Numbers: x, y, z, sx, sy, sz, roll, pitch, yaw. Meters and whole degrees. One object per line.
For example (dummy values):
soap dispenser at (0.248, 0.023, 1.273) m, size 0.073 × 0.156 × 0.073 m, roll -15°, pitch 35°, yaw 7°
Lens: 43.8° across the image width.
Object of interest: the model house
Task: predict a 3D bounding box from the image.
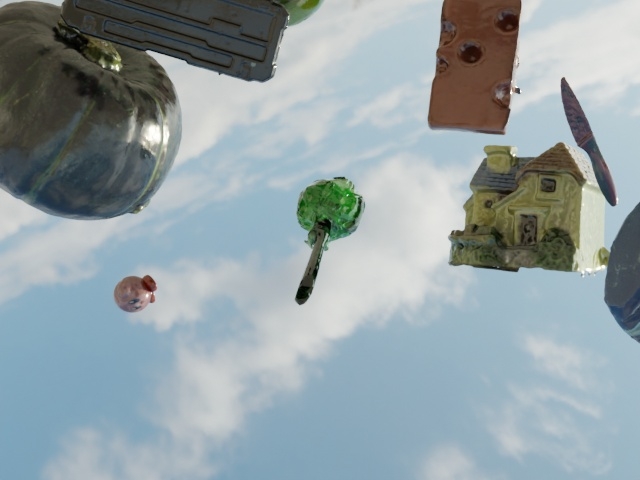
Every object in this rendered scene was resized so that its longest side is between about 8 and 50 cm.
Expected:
model house at (0.424, -0.068, 1.642) m, size 0.321 × 0.266 × 0.261 m, roll 5°, pitch -179°, yaw 35°

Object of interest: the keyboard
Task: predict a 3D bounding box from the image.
keyboard at (-0.172, -0.265, 0.942) m, size 0.262 × 0.106 × 0.016 m, roll 15°, pitch -157°, yaw -6°

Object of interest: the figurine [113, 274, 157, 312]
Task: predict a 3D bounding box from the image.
figurine at (-0.338, 0.098, 1.439) m, size 0.071 × 0.083 × 0.067 m, roll -29°, pitch -124°, yaw -27°

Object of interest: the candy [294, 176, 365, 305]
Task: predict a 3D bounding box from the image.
candy at (-0.002, 0.000, 1.008) m, size 0.097 × 0.097 × 0.323 m, roll -12°, pitch -159°, yaw 13°

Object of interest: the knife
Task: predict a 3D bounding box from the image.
knife at (0.442, -0.160, 1.317) m, size 0.018 × 0.247 × 0.035 m, roll -42°, pitch -158°, yaw -32°

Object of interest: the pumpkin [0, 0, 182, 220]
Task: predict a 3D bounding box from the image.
pumpkin at (-0.346, -0.172, 1.095) m, size 0.241 × 0.323 × 0.323 m, roll -47°, pitch -163°, yaw 21°

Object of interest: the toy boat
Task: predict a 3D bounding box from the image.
toy boat at (0.430, 0.015, 0.807) m, size 0.291 × 0.220 × 0.067 m, roll 4°, pitch -153°, yaw -22°

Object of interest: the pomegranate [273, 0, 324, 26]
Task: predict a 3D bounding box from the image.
pomegranate at (-0.095, -0.404, 1.209) m, size 0.224 × 0.181 × 0.181 m, roll -21°, pitch -155°, yaw 11°

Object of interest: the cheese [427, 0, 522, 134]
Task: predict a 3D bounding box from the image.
cheese at (0.233, -0.227, 1.183) m, size 0.128 × 0.203 × 0.177 m, roll 6°, pitch -128°, yaw 13°
